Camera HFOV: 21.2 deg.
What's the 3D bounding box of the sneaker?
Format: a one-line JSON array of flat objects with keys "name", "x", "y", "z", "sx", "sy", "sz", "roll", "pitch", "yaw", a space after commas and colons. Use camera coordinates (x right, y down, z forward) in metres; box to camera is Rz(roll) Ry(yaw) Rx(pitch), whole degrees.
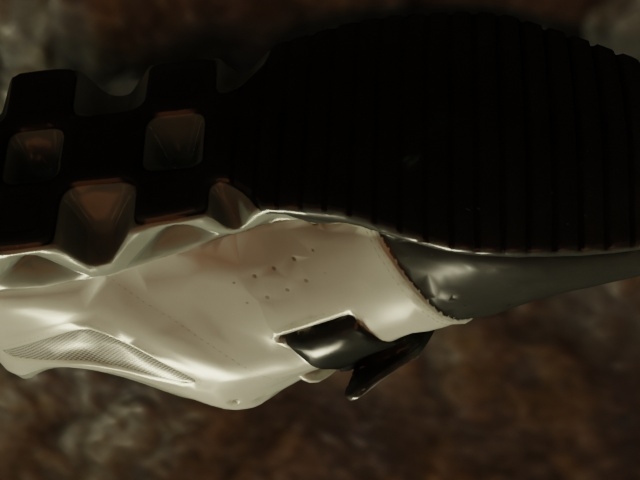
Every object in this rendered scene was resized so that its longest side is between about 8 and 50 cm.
[{"name": "sneaker", "x": 0.000, "y": 0.000, "z": 0.695, "sx": 0.331, "sy": 0.122, "sz": 0.146, "roll": -2, "pitch": 140, "yaw": 13}]
